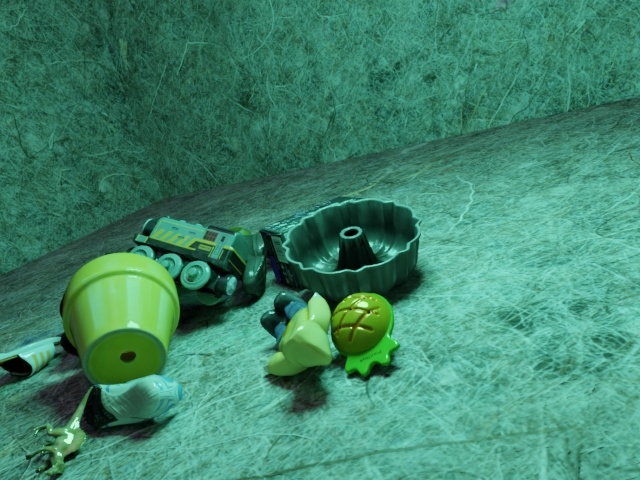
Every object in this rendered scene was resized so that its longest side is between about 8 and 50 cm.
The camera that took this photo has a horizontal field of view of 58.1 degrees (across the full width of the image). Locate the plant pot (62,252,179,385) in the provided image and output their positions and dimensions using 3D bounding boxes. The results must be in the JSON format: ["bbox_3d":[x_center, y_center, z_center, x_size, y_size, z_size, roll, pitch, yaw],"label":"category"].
[{"bbox_3d":[-0.426,0.190,1.252,0.254,0.254,0.239,-20,32,-11],"label":"plant pot"}]

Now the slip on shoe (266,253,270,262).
[{"bbox_3d":[-0.126,0.016,1.773,0.123,0.101,0.331,-21,15,-11],"label":"slip on shoe"}]

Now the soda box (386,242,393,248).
[{"bbox_3d":[0.209,0.004,1.552,0.060,0.053,0.169,-14,16,10],"label":"soda box"}]

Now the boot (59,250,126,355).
[{"bbox_3d":[-0.618,0.211,1.535,0.348,0.131,0.260,-45,34,33],"label":"boot"}]

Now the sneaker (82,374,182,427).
[{"bbox_3d":[-0.358,0.303,1.080,0.237,0.085,0.086,-15,-22,30],"label":"sneaker"}]

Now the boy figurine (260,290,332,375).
[{"bbox_3d":[-0.048,0.180,1.076,0.177,0.092,0.285,-53,12,-1],"label":"boy figurine"}]

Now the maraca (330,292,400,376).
[{"bbox_3d":[0.079,0.166,1.046,0.127,0.099,0.185,-32,34,12],"label":"maraca"}]

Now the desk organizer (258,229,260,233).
[{"bbox_3d":[-0.185,-0.009,2.022,0.050,0.047,0.130,-15,15,-4],"label":"desk organizer"}]

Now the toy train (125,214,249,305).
[{"bbox_3d":[-0.342,0.041,1.478,0.334,0.142,0.190,13,65,24],"label":"toy train"}]

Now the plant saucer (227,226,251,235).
[{"bbox_3d":[-0.388,-0.004,2.231,0.241,0.037,0.241,-16,16,5],"label":"plant saucer"}]

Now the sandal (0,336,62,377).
[{"bbox_3d":[-0.759,0.311,1.436,0.102,0.076,0.265,-24,-4,30],"label":"sandal"}]

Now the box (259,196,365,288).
[{"bbox_3d":[0.000,0.000,1.570,0.270,0.165,0.143,-24,17,-24],"label":"box"}]

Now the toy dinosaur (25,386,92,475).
[{"bbox_3d":[-0.462,0.353,1.032,0.093,0.053,0.183,-9,34,6],"label":"toy dinosaur"}]

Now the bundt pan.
[{"bbox_3d":[0.082,0.031,1.371,0.331,0.124,0.330,-10,31,6],"label":"bundt pan"}]

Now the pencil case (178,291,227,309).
[{"bbox_3d":[-0.388,0.140,1.589,0.273,0.113,0.124,-12,42,14],"label":"pencil case"}]

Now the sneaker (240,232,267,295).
[{"bbox_3d":[-0.211,0.067,1.583,0.130,0.109,0.286,0,22,-6],"label":"sneaker"}]
